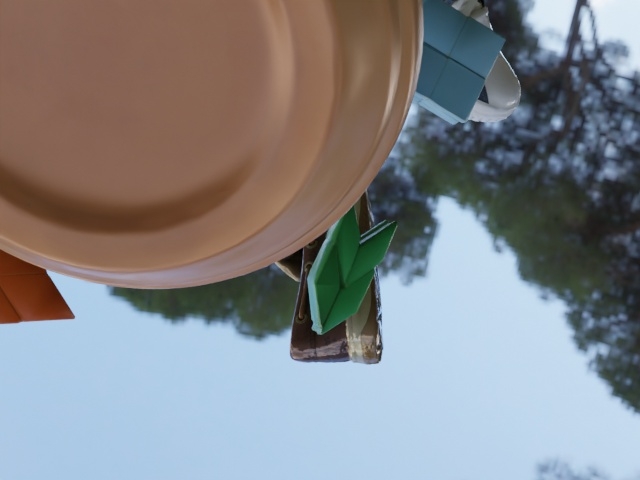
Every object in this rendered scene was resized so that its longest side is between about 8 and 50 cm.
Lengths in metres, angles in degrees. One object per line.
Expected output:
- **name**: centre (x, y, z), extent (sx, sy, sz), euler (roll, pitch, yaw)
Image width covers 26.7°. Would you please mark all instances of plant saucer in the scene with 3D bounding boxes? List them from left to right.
- **plant saucer**: centre (-0.068, -0.065, 0.430), extent (0.199, 0.200, 0.037), euler (12, -148, 2)

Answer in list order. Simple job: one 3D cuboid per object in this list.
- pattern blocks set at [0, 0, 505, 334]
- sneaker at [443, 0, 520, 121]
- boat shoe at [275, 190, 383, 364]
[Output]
- **pattern blocks set**: centre (-0.089, -0.096, 0.582), extent (0.325, 0.285, 0.026), euler (38, 169, -14)
- **sneaker**: centre (0.103, -0.212, 1.022), extent (0.094, 0.153, 0.235), euler (-32, -94, -46)
- **boat shoe**: centre (0.000, 0.000, 1.553), extent (0.123, 0.123, 0.342), euler (-8, -129, 5)
